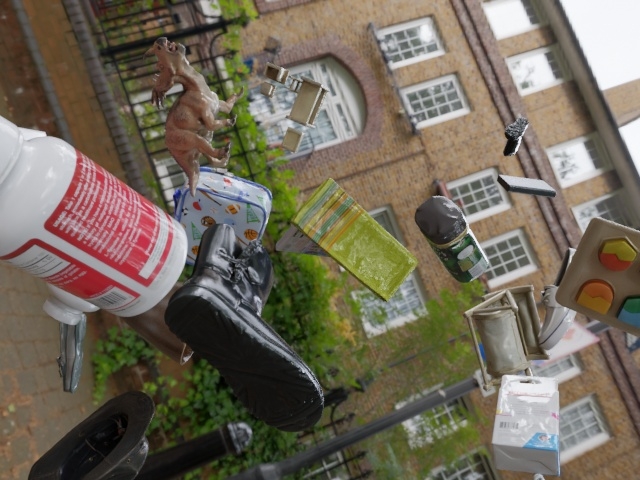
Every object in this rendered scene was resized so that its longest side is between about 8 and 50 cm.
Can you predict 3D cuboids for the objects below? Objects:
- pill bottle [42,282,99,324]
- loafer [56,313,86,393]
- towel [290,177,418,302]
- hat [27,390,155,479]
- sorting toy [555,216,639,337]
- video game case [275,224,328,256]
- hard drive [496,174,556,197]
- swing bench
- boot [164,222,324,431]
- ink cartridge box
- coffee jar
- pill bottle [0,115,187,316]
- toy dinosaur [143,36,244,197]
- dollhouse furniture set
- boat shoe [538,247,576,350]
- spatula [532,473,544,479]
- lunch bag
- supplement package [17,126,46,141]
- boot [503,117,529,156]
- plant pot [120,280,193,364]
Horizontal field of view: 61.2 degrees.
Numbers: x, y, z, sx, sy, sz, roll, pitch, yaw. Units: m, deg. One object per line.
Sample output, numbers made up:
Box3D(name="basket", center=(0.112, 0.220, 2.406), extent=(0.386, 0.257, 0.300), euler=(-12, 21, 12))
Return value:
Box3D(name="pill bottle", center=(-0.572, 0.075, 1.343), extent=(0.146, 0.264, 0.146), euler=(32, -3, 2))
Box3D(name="loafer", center=(-0.847, 0.377, 1.820), extent=(0.096, 0.084, 0.267), euler=(174, -77, -79))
Box3D(name="towel", center=(0.065, 0.003, 0.945), extent=(0.237, 0.102, 0.021), euler=(41, -1, -19))
Box3D(name="hat", center=(-0.515, 0.525, 1.293), extent=(0.133, 0.331, 0.331), euler=(64, -9, -24))
Box3D(name="sorting toy", center=(0.579, 0.078, 1.020), extent=(0.208, 0.038, 0.192), euler=(25, -66, 24))
Box3D(name="video game case", center=(0.000, 0.000, 1.055), extent=(0.157, 0.143, 0.019), euler=(137, -42, -65))
Box3D(name="hard drive", center=(0.572, -0.151, 1.505), extent=(0.094, 0.135, 0.022), euler=(-94, -168, -64))
Box3D(name="swing bench", center=(0.591, 0.300, 1.698), extent=(0.165, 0.255, 0.253), euler=(-13, -87, 34))
Box3D(name="boot", center=(-0.080, 0.102, 0.713), extent=(0.246, 0.094, 0.207), euler=(46, 20, -16))
Box3D(name="ink cartridge box", center=(0.370, 0.323, 0.965), extent=(0.181, 0.105, 0.061), euler=(-50, 132, -55))
Box3D(name="coffee jar", center=(0.248, -0.001, 1.025), extent=(0.184, 0.079, 0.096), euler=(48, 4, -44))
Box3D(name="pill bottle", center=(-0.458, -0.037, 0.978), extent=(0.408, 0.229, 0.229), euler=(43, 11, -45))
Box3D(name="toy dinosaur", center=(-0.278, -0.251, 1.125), extent=(0.127, 0.201, 0.295), euler=(-107, -150, -72))
Box3D(name="dollhouse furniture set", center=(-0.089, -0.338, 1.393), extent=(0.181, 0.161, 0.101), euler=(-67, 170, 12))
Box3D(name="boat shoe", center=(0.600, 0.142, 1.358), extent=(0.088, 0.267, 0.096), euler=(29, -5, 8))
Box3D(name="spatula", center=(0.357, 0.508, 0.939), extent=(0.242, 0.168, 0.019), euler=(58, 6, -26))
Box3D(name="lunch bag", center=(-0.269, -0.052, 1.417), extent=(0.114, 0.243, 0.303), euler=(-85, -165, -47))
Box3D(name="supplement package", center=(-0.645, -0.098, 1.097), extent=(0.244, 0.139, 0.133), euler=(-59, -133, 27))
Box3D(name="boot", center=(0.532, -0.277, 1.502), extent=(0.045, 0.121, 0.099), euler=(31, -42, 20))
Box3D(name="plant pot", center=(-0.430, 0.192, 1.466), extent=(0.215, 0.231, 0.215), euler=(24, 90, -89))
